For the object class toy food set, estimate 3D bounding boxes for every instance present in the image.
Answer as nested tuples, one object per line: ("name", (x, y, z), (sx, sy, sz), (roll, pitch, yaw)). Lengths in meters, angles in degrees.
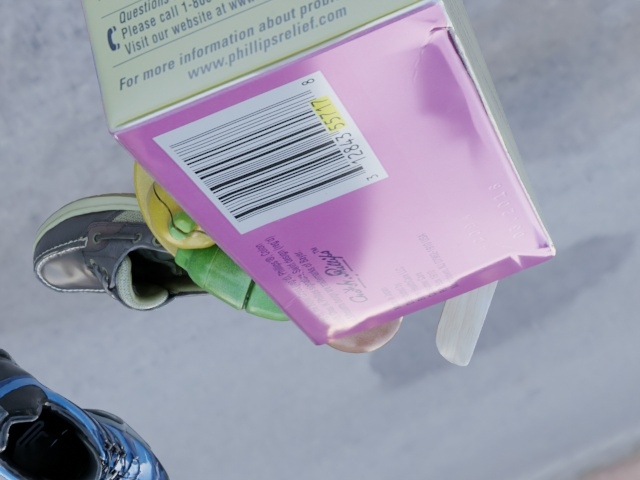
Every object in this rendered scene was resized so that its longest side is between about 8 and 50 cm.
("toy food set", (0.000, 0.000, 0.801), (0.218, 0.071, 0.128), (21, 118, -5))

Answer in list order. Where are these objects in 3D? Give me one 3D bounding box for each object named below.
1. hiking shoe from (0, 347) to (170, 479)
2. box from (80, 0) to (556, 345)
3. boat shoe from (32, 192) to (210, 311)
("hiking shoe", (-0.230, 0.204, 1.363), (0.113, 0.132, 0.304), (-52, 135, -3))
("box", (-0.013, -0.114, 0.615), (0.117, 0.243, 0.213), (-21, 153, 10))
("boat shoe", (-0.127, 0.012, 1.074), (0.224, 0.073, 0.080), (-11, 139, 33))
